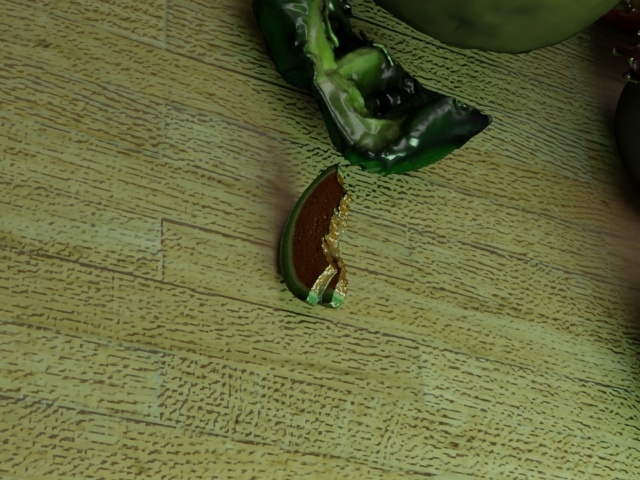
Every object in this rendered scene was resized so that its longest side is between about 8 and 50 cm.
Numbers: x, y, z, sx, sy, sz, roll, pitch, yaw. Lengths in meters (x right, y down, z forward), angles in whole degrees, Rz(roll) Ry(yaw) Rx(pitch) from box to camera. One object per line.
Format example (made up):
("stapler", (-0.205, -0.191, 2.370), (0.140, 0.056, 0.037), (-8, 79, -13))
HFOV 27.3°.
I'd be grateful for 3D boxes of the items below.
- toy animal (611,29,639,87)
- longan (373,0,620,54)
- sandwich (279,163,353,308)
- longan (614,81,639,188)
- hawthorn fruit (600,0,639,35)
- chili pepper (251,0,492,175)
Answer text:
("toy animal", (0.390, -0.263, 1.335), (0.260, 0.087, 0.243), (-7, 100, -47))
("longan", (0.178, -0.408, 1.292), (0.404, 0.404, 0.436), (34, 32, -10))
("sandwich", (-0.001, -0.001, 1.137), (0.029, 0.067, 0.135), (36, 53, -40))
("longan", (0.404, -0.116, 1.425), (0.189, 0.189, 0.189), (18, 52, -24))
("hawthorn fruit", (0.412, -0.349, 1.535), (0.265, 0.265, 0.307), (46, 60, 2))
("chili pepper", (0.021, -0.167, 1.249), (0.148, 0.116, 0.264), (-29, 78, -31))
